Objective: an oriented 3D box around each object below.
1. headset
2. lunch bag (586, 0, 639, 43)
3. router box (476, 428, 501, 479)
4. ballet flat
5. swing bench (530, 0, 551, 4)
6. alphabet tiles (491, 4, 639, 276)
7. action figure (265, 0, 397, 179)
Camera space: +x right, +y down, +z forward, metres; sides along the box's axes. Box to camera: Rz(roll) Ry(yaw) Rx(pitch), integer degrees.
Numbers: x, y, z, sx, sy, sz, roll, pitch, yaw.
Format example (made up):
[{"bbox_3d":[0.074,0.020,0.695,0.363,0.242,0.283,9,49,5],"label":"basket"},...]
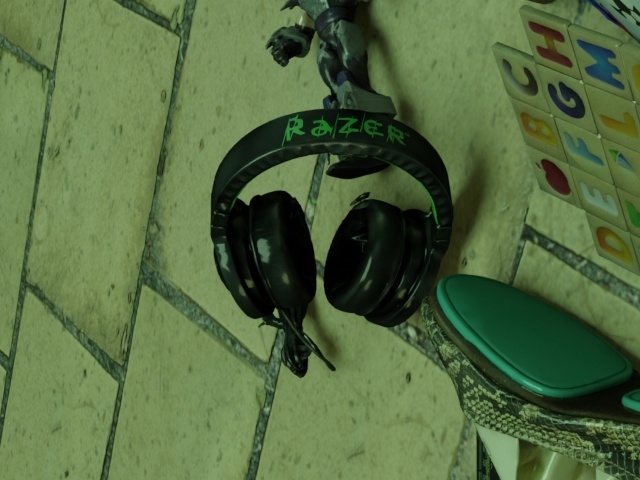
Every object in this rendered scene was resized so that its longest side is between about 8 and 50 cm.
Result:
[{"bbox_3d":[0.000,0.000,1.581,0.394,0.243,0.185,102,169,-46],"label":"headset"},{"bbox_3d":[0.310,-0.241,1.018,0.385,0.328,0.239,-8,57,53],"label":"lunch bag"},{"bbox_3d":[0.197,0.238,1.464,0.092,0.038,0.122,4,96,53],"label":"router box"},{"bbox_3d":[0.253,0.177,1.292,0.483,0.164,0.182,22,112,47],"label":"ballet flat"},{"bbox_3d":[0.152,-0.352,1.307,0.165,0.255,0.253,-10,84,53],"label":"swing bench"},{"bbox_3d":[0.277,-0.049,1.221,0.342,0.011,0.285,32,156,47],"label":"alphabet tiles"},{"bbox_3d":[0.019,-0.217,1.626,0.185,0.099,0.285,-44,54,55],"label":"action figure"}]
